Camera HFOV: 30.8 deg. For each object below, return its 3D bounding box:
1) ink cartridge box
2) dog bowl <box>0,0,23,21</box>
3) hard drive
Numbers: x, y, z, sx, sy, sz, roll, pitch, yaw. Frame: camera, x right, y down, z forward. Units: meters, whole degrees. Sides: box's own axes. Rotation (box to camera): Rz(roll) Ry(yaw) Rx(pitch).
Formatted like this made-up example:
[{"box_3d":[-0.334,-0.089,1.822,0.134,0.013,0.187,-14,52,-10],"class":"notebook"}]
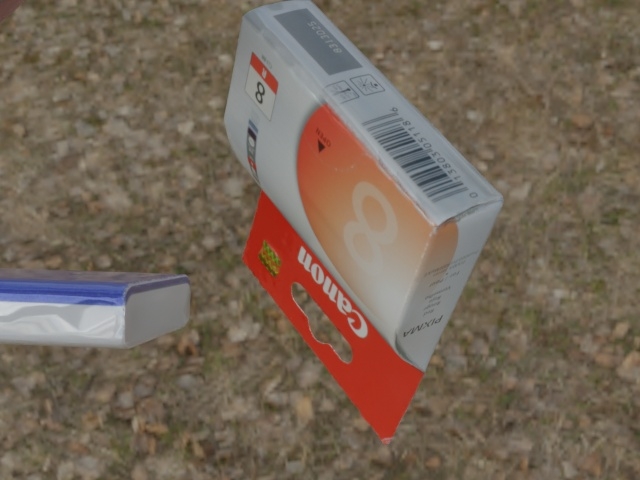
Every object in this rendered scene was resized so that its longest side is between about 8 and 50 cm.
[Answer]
[{"box_3d":[0.000,0.000,0.549,0.045,0.179,0.145,-18,55,-34],"class":"ink cartridge box"},{"box_3d":[-0.242,-0.223,0.423,0.408,0.150,0.408,23,36,-17],"class":"dog bowl"},{"box_3d":[-0.266,0.040,0.799,0.318,0.040,0.210,2,0,4],"class":"hard drive"}]
